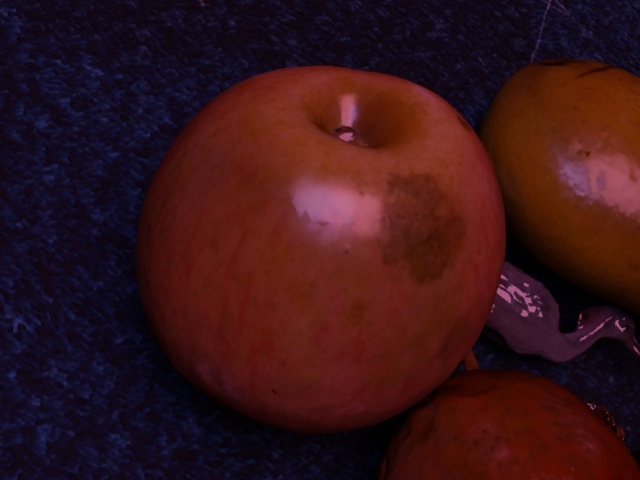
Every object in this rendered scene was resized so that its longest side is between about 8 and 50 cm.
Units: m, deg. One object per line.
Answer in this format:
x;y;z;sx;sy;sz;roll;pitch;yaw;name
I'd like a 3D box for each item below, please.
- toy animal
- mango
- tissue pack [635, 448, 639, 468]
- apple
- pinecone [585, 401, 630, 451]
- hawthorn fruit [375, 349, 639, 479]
0.231;0.094;1.290;0.324;0.090;0.195;-7;85;-18;toy animal
0.381;-0.034;1.306;0.445;0.220;0.301;39;34;5;mango
0.423;0.402;1.123;0.253;0.264;0.417;38;62;-13;tissue pack
0.000;0.000;1.091;0.363;0.364;0.364;7;67;-16;apple
0.294;0.232;1.244;0.102;0.109;0.102;-9;58;15;pinecone
0.179;0.243;1.124;0.276;0.277;0.298;-3;61;-20;hawthorn fruit
